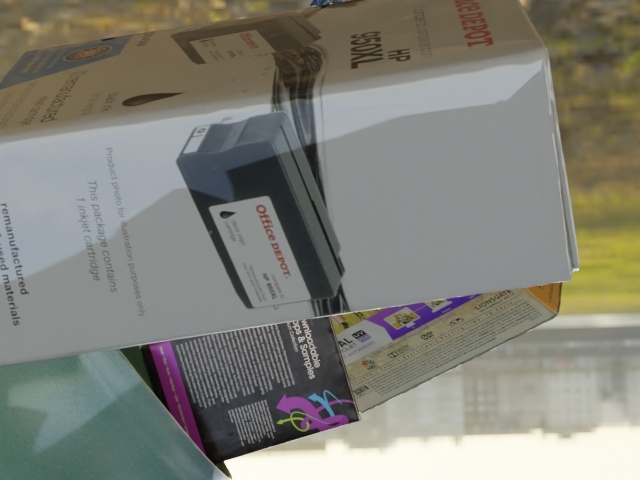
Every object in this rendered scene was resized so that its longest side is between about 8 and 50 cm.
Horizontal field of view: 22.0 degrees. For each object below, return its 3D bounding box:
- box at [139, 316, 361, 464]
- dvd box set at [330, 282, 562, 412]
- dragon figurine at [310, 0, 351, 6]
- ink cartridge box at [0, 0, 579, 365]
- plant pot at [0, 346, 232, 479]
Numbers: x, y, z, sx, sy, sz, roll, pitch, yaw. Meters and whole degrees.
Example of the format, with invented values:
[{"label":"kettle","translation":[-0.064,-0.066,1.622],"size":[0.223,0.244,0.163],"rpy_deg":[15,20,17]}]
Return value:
[{"label":"box","translation":[-0.058,0.119,1.385],"size":[0.162,0.116,0.029],"rpy_deg":[-16,-171,1]},{"label":"dvd box set","translation":[0.000,0.000,1.714],"size":[0.420,0.062,0.307],"rpy_deg":[38,133,-22]},{"label":"dragon figurine","translation":[0.021,-0.221,1.593],"size":[0.144,0.085,0.289],"rpy_deg":[23,169,-11]},{"label":"ink cartridge box","translation":[-0.033,-0.061,1.180],"size":[0.394,0.166,0.285],"rpy_deg":[-8,-161,4]},{"label":"plant pot","translation":[-0.241,0.153,1.426],"size":[0.196,0.293,0.293],"rpy_deg":[-39,178,-4]}]
